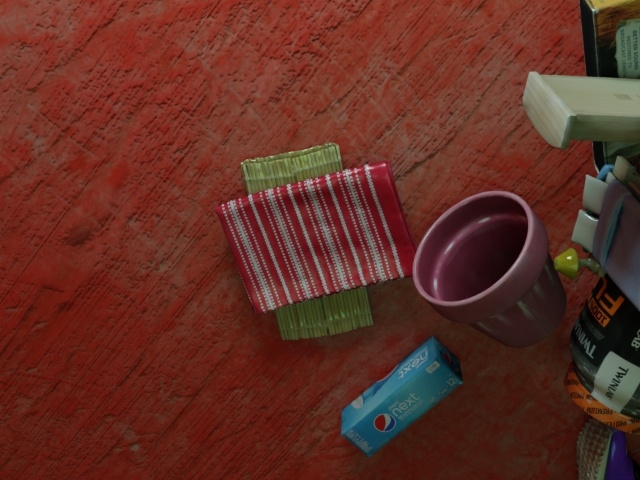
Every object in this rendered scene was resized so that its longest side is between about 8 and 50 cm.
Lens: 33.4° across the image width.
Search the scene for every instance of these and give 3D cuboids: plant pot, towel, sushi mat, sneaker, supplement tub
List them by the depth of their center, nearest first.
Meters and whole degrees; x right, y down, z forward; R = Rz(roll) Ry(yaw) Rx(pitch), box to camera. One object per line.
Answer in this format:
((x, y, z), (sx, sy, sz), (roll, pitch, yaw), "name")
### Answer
((0.501, 0.105, 1.570), (0.207, 0.207, 0.338), (17, 114, -7), "supplement tub")
((0.265, 0.059, 1.571), (0.201, 0.201, 0.180), (-34, 126, 16), "plant pot")
((0.000, 0.000, 1.604), (0.274, 0.031, 0.199), (-14, 114, 8), "towel")
((-0.018, 0.009, 1.636), (0.151, 0.019, 0.317), (-10, 116, 4), "sushi mat")
((0.511, 0.408, 1.784), (0.146, 0.102, 0.293), (-6, 120, -1), "sneaker")

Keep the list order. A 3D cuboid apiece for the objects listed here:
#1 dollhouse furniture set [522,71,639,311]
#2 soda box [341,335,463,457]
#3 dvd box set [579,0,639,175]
((0.362, -0.024, 1.341), (0.198, 0.286, 0.303), (0, 120, -12), "dollhouse furniture set")
((0.129, 0.253, 1.722), (0.210, 0.071, 0.067), (-41, 108, 18), "soda box")
((0.563, -0.252, 1.413), (0.420, 0.062, 0.308), (-16, 133, 2), "dvd box set")
